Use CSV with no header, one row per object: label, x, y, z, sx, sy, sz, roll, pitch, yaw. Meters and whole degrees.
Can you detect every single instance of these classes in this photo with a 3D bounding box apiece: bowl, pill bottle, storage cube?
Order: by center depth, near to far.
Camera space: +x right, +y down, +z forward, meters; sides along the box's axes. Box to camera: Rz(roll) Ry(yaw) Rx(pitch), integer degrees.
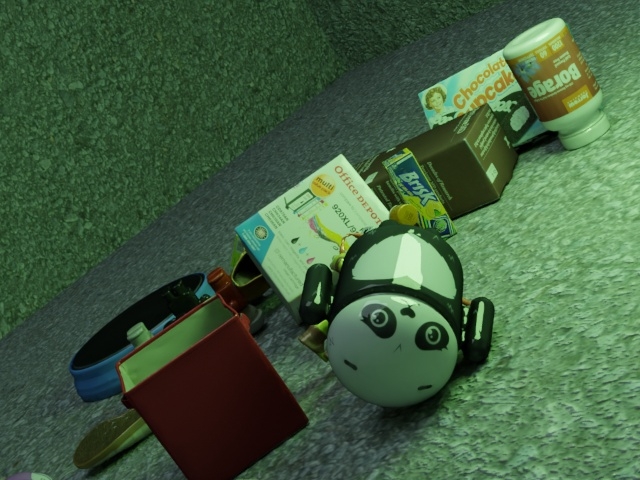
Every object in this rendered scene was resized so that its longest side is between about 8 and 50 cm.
storage cube,-0.162,0.219,1.488,0.215,0.193,0.183,-36,14,-8
pill bottle,0.426,-0.275,1.832,0.121,0.216,0.121,-31,14,9
bowl,-0.387,0.204,2.280,0.391,0.077,0.391,-31,14,8

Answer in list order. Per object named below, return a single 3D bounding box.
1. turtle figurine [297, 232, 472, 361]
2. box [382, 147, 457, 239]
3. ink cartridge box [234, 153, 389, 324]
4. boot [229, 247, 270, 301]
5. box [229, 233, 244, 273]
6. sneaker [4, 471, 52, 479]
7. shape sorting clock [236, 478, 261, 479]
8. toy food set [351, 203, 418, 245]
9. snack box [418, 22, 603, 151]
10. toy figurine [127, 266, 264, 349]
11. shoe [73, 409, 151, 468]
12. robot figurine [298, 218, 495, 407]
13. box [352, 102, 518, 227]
turtle figurine,0.078,0.093,1.518,0.269,0.087,0.217,30,77,37
box,0.174,-0.076,1.805,0.054,0.169,0.059,-32,13,3
ink cartridge box,0.000,0.000,1.808,0.232,0.171,0.168,-35,-18,-6
boot,-0.076,0.009,2.088,0.295,0.104,0.211,-49,-5,-16
box,-0.127,-0.003,2.229,0.178,0.042,0.109,-42,-27,-49
sneaker,-0.576,0.478,1.741,0.282,0.102,0.161,-20,12,8
shape sorting clock,-0.151,0.364,1.286,0.206,0.040,0.206,-31,14,9
toy food set,0.080,0.047,1.693,0.232,0.111,0.104,-54,17,-16
snack box,0.365,-0.271,2.009,0.322,0.187,0.060,-26,-14,28
toy figurine,-0.235,0.172,1.938,0.213,0.148,0.209,-17,27,41
shoe,-0.330,0.331,1.782,0.219,0.058,0.076,-37,34,-1
robot figurine,0.101,0.087,1.345,0.209,0.174,0.278,-21,29,24
box,0.171,-0.103,1.976,0.381,0.143,0.191,-22,17,30
